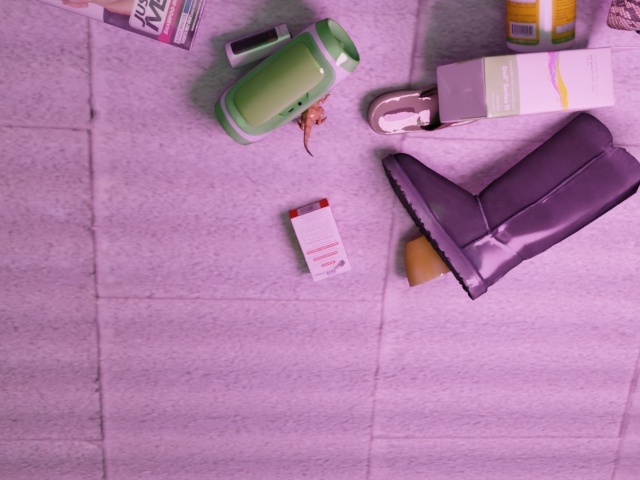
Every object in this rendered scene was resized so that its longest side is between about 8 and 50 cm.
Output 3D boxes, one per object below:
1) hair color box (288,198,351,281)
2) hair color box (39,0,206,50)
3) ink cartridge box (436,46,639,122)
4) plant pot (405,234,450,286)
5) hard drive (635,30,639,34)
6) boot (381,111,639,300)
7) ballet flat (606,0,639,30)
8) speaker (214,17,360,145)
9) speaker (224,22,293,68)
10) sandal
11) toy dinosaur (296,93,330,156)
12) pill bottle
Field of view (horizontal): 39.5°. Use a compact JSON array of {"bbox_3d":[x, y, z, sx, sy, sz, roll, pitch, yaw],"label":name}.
[{"bbox_3d":[0.000,0.000,1.998,0.093,0.053,0.167,-19,113,2],"label":"hair color box"},{"bbox_3d":[-0.389,-0.504,1.702,0.347,0.105,0.173,16,111,-12],"label":"hair color box"},{"bbox_3d":[0.435,-0.309,1.769,0.354,0.207,0.119,-8,97,-18],"label":"ink cartridge box"},{"bbox_3d":[0.244,0.035,2.008,0.134,0.134,0.095,-24,90,5],"label":"plant pot"},{"bbox_3d":[0.746,-0.459,1.875,0.135,0.022,0.094,16,117,-13],"label":"hard drive"},{"bbox_3d":[0.407,-0.141,1.907,0.445,0.146,0.367,-34,83,0],"label":"boot"},{"bbox_3d":[0.563,-0.637,1.701,0.182,0.164,0.482,-3,106,34],"label":"ballet flat"},{"bbox_3d":[-0.068,-0.314,1.783,0.297,0.131,0.131,-33,114,23],"label":"speaker"},{"bbox_3d":[-0.123,-0.395,1.806,0.136,0.055,0.055,-18,115,3],"label":"speaker"},{"bbox_3d":[0.250,-0.277,1.875,0.303,0.086,0.120,-17,115,-1],"label":"sandal"},{"bbox_3d":[-0.022,-0.256,1.839,0.064,0.112,0.211,11,76,3],"label":"toy dinosaur"},{"bbox_3d":[0.436,-0.507,1.763,0.136,0.136,0.245,-7,115,-2],"label":"pill bottle"}]
